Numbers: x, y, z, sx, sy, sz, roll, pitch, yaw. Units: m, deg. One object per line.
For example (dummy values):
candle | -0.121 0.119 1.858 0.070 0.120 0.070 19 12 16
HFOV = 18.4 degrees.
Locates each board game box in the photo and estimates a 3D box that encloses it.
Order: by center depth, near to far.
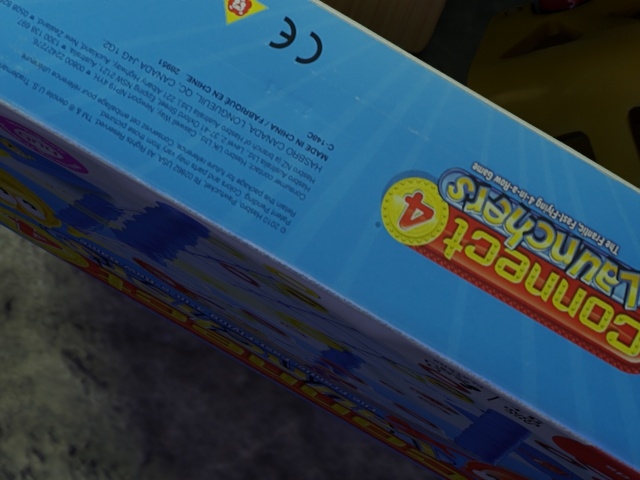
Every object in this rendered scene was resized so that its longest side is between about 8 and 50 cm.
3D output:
board game box | 0.000 0.000 0.789 0.308 0.302 0.086 30 79 -1

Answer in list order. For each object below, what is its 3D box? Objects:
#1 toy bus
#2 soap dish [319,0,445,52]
toy bus | 0.161 -0.059 0.812 0.191 0.104 0.202 27 122 0
soap dish | 0.001 -0.246 0.689 0.229 0.118 0.291 50 132 36
